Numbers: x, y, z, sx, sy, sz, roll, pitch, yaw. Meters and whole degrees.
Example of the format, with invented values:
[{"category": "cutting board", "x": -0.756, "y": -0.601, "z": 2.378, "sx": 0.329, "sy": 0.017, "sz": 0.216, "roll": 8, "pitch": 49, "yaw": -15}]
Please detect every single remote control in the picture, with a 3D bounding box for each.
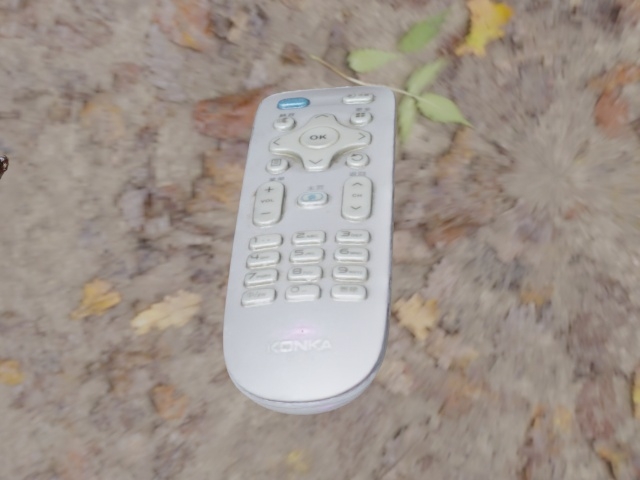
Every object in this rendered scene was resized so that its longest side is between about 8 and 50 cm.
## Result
[{"category": "remote control", "x": 0.000, "y": 0.000, "z": 0.735, "sx": 0.073, "sy": 0.229, "sz": 0.044, "roll": -6, "pitch": 128, "yaw": 8}]

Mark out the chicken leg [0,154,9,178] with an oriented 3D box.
[{"category": "chicken leg", "x": -0.275, "y": -0.063, "z": 1.014, "sx": 0.145, "sy": 0.037, "sz": 0.062, "roll": -4, "pitch": 76, "yaw": -23}]
